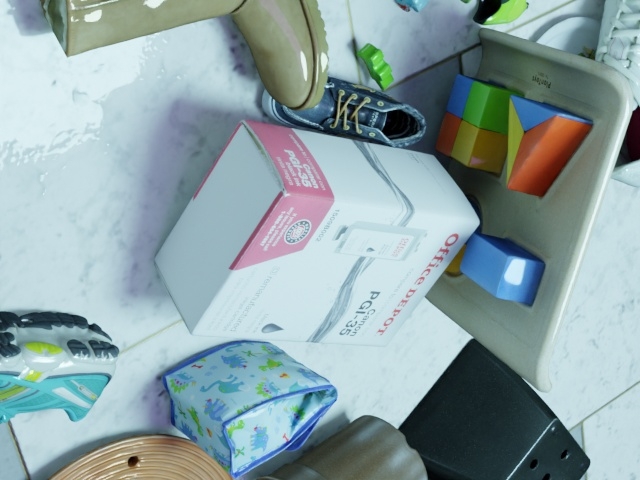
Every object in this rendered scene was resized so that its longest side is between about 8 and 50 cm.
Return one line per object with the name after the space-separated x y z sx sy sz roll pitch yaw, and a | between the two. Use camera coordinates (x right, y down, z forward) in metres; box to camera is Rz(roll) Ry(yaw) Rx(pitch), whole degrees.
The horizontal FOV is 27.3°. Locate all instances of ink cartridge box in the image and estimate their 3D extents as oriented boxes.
0.000 0.000 1.400 0.283 0.117 0.207 7 129 -41 | ink cartridge box

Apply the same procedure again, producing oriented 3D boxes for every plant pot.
0.236 0.276 1.722 0.188 0.167 0.187 -49 131 -10 | plant pot
0.032 0.307 1.584 0.165 0.167 0.167 -35 127 -32 | plant pot

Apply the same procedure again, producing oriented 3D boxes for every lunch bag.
-0.076 0.174 1.451 0.151 0.129 0.096 -28 129 -29 | lunch bag

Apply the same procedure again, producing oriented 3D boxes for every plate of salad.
0.319 -0.182 1.670 0.199 0.048 0.200 -17 119 -33 | plate of salad

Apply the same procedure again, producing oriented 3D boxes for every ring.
-0.230 0.367 1.478 0.336 0.032 0.337 -16 117 -33 | ring

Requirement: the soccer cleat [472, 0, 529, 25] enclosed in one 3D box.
0.206 -0.331 1.507 0.072 0.060 0.179 -22 124 -29 | soccer cleat

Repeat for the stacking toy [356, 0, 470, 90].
0.076 -0.298 1.427 0.167 0.052 0.221 -44 132 -13 | stacking toy

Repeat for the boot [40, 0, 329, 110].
-0.132 -0.216 1.270 0.269 0.089 0.236 -19 106 -33 | boot

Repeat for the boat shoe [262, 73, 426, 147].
0.030 -0.143 1.429 0.183 0.083 0.065 2 107 -39 | boat shoe

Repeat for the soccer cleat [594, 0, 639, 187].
0.391 -0.230 1.618 0.143 0.116 0.331 -7 96 -43 | soccer cleat

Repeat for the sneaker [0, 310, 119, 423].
-0.318 0.131 1.260 0.275 0.107 0.110 11 111 -41 | sneaker

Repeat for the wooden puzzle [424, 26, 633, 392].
0.196 -0.048 1.459 0.080 0.322 0.348 6 104 -22 | wooden puzzle
